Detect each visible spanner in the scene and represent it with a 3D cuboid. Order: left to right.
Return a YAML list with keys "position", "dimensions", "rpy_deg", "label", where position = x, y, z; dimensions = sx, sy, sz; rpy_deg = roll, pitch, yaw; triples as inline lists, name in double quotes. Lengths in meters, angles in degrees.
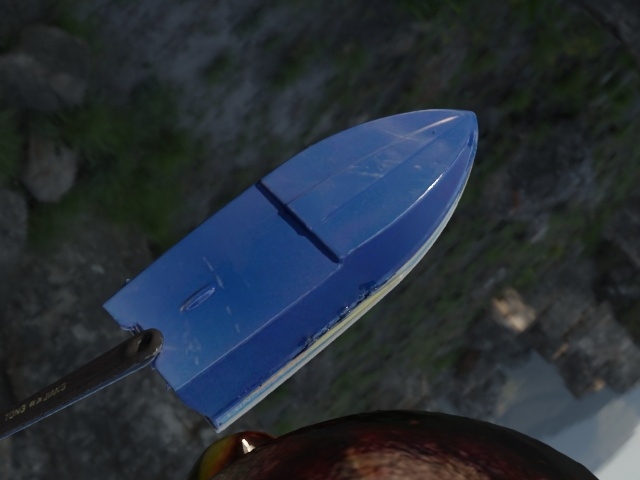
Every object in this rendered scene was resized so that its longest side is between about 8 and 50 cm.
- position: [-0.175, 0.103, 0.698]
  dimensions: [0.208, 0.012, 0.046]
  rpy_deg: [-28, -150, 11]
  label: "spanner"

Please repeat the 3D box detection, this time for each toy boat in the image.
- position: [0.000, 0.000, 0.871]
  dimensions: [0.295, 0.129, 0.088]
  rpy_deg: [-39, 152, -14]
  label: "toy boat"

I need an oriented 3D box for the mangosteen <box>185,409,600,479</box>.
- position: [0.002, 0.197, 0.489]
  dimensions: [0.275, 0.275, 0.302]
  rpy_deg: [-32, -158, -36]
  label: "mangosteen"
